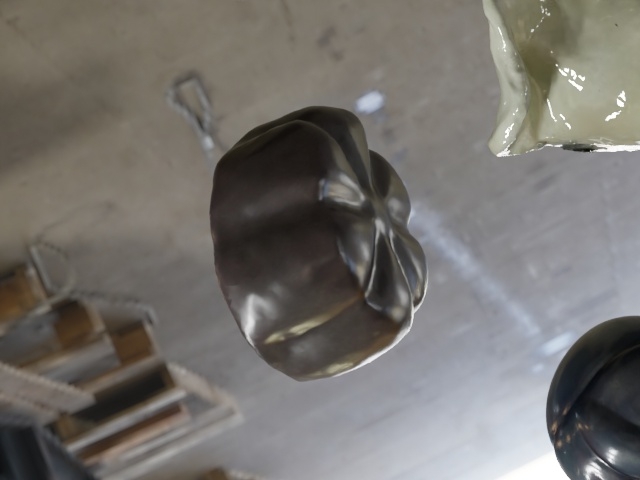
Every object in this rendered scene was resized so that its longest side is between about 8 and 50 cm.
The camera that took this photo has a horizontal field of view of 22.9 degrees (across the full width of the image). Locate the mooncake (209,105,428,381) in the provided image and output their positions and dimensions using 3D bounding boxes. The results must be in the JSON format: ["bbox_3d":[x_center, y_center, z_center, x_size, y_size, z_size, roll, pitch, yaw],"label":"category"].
[{"bbox_3d":[0.000,0.000,1.442,0.133,0.245,0.245,-22,165,23],"label":"mooncake"}]

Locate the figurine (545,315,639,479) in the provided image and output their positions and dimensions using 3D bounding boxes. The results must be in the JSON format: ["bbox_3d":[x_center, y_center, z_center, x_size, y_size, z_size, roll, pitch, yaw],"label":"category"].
[{"bbox_3d":[0.312,0.161,1.307,0.265,0.197,0.175,29,91,-33],"label":"figurine"}]

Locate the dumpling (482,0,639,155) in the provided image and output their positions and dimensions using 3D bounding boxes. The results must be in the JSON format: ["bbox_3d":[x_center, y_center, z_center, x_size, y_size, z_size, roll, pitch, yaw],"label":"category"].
[{"bbox_3d":[0.263,-0.187,1.261,0.318,0.187,0.243,-18,122,-9],"label":"dumpling"}]
